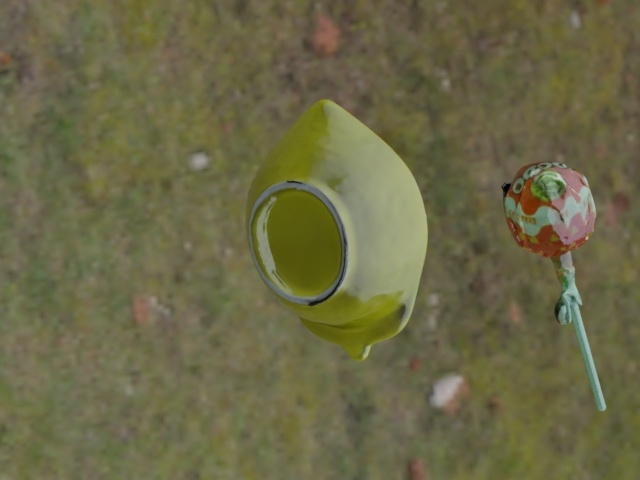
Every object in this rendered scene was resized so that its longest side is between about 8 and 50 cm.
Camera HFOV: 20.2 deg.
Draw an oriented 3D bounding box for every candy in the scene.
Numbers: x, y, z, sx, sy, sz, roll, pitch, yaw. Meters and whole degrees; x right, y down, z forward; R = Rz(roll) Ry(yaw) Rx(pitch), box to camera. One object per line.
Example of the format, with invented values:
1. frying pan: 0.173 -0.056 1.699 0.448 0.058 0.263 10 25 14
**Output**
1. candy: 0.237 0.050 1.717 0.078 0.084 0.288 -34 125 -24

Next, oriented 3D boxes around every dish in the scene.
1. dish: 0.000 0.000 1.365 0.080 0.149 0.208 -22 105 -58

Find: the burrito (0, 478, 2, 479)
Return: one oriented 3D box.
1. burrito: -0.434 0.177 2.048 0.076 0.117 0.392 49 10 -46
